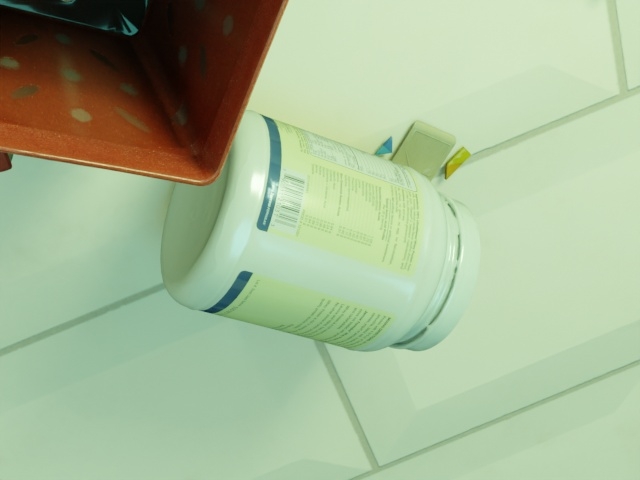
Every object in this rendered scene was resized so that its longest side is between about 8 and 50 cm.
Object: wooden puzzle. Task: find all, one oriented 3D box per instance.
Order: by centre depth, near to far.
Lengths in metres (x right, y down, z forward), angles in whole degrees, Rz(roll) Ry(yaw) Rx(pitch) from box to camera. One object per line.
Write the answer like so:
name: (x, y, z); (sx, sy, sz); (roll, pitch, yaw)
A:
wooden puzzle: (0.131, -0.112, 1.238); (0.116, 0.014, 0.078); (26, 109, -29)

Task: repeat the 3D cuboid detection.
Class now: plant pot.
plant pot: (-0.208, -0.241, 0.906); (0.267, 0.236, 0.267); (8, 121, -30)

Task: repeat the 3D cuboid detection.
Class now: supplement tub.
supplement tub: (0.000, 0.000, 1.139); (0.325, 0.235, 0.235); (17, 117, -25)

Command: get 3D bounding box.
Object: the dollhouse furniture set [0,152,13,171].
dollhouse furniture set: (-0.454, -0.198, 0.928); (0.201, 0.152, 0.374); (-15, 126, -5)
